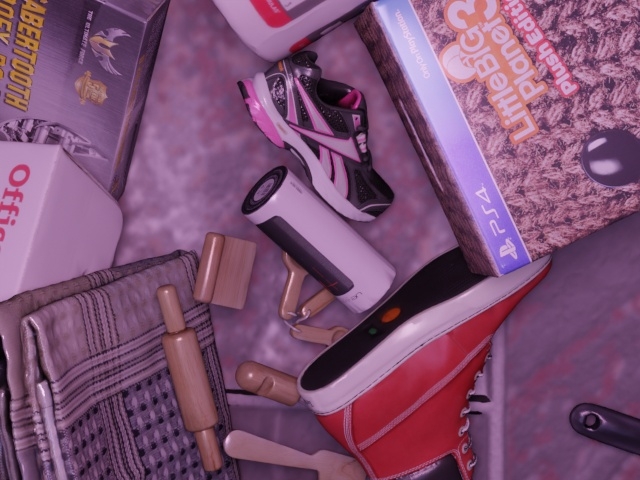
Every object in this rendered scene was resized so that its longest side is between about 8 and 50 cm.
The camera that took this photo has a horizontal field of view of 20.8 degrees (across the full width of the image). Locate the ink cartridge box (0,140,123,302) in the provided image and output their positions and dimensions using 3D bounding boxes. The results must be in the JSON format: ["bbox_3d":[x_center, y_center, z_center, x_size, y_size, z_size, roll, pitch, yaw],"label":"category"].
[{"bbox_3d":[-0.346,0.032,1.446,0.306,0.131,0.226,4,68,22],"label":"ink cartridge box"}]

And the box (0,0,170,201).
[{"bbox_3d":[-0.236,-0.143,1.460,0.183,0.056,0.231,25,133,5],"label":"box"}]

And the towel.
[{"bbox_3d":[-0.150,0.177,1.409,0.056,0.324,0.312,-6,96,26],"label":"towel"}]

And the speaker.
[{"bbox_3d":[0.000,0.000,1.464,0.055,0.055,0.136,-43,112,11],"label":"speaker"}]

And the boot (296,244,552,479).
[{"bbox_3d":[0.122,0.116,1.492,0.244,0.088,0.176,-38,113,-3],"label":"boot"}]

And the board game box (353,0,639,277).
[{"bbox_3d":[0.209,-0.137,1.377,0.291,0.141,0.232,-26,92,-3],"label":"board game box"}]

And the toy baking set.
[{"bbox_3d":[-0.035,0.110,1.479,0.197,0.030,0.256,-14,99,-26],"label":"toy baking set"}]

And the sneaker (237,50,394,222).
[{"bbox_3d":[0.014,-0.086,1.442,0.077,0.072,0.178,-34,130,16],"label":"sneaker"}]

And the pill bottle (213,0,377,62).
[{"bbox_3d":[0.049,-0.293,1.396,0.318,0.176,0.176,-30,92,11],"label":"pill bottle"}]

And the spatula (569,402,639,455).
[{"bbox_3d":[0.352,0.198,1.482,0.296,0.030,0.084,19,97,6],"label":"spatula"}]
